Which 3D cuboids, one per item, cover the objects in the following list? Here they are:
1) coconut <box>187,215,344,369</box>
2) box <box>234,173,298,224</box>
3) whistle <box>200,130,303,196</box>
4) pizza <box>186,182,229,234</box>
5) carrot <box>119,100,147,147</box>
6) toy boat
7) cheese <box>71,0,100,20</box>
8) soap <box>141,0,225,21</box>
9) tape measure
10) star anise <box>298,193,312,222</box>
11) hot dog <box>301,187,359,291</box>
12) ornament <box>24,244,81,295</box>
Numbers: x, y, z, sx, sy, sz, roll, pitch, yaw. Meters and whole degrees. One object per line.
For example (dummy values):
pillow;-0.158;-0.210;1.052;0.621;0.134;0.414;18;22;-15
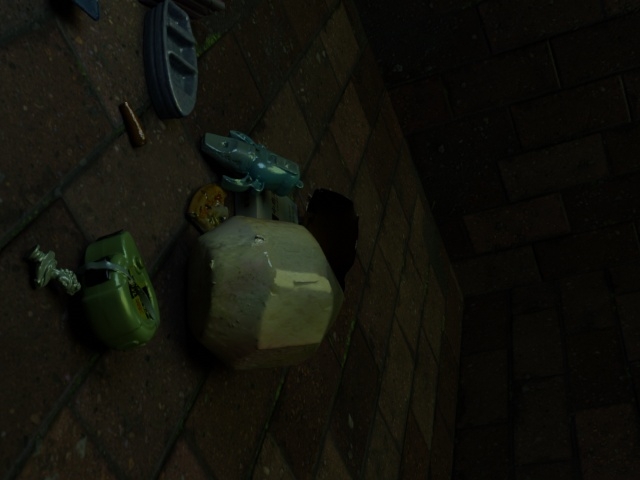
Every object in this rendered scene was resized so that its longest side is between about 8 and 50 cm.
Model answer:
coconut;-0.111;0.107;1.625;0.352;0.352;0.353;-14;90;-69
box;-0.137;-0.068;1.998;0.243;0.067;0.155;43;37;-56
whistle;-0.161;-0.184;1.858;0.273;0.093;0.186;23;42;-21
pizza;-0.242;-0.041;1.750;0.184;0.036;0.176;-30;105;-68
carrot;-0.374;-0.232;1.546;0.093;0.032;0.032;68;22;-7
toy boat;-0.327;-0.391;1.702;0.127;0.078;0.283;35;46;-61
cheese;-0.459;-0.566;1.468;0.204;0.083;0.321;39;39;-60
soap;-0.319;-0.569;1.777;0.203;0.122;0.066;-2;80;-70
tape measure;-0.343;0.100;1.307;0.175;0.106;0.200;-84;158;-75
star anise;0.024;-0.036;2.325;0.227;0.148;0.219;-12;90;-80
hot dog;0.006;-0.001;2.172;0.107;0.194;0.326;-107;-147;-65
ornament;-0.426;0.047;1.217;0.092;0.041;0.069;27;48;-50
